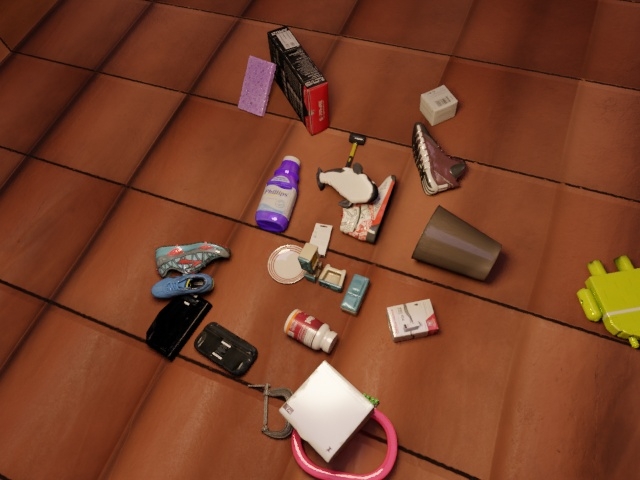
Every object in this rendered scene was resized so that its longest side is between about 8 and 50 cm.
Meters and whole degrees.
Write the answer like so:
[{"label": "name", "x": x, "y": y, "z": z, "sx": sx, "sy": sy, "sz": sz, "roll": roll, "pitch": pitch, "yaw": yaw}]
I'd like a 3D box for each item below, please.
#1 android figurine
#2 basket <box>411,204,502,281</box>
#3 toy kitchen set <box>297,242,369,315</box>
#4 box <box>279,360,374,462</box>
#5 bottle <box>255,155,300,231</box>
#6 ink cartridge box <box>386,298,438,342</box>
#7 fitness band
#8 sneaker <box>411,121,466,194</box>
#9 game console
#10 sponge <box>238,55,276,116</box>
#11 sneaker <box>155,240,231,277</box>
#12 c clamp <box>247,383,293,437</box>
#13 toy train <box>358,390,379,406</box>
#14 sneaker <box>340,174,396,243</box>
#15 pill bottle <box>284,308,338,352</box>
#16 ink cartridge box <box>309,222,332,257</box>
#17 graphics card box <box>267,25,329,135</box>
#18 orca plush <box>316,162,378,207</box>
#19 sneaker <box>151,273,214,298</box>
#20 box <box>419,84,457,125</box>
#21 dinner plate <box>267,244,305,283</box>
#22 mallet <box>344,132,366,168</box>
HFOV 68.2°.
[{"label": "android figurine", "x": 0.897, "y": 0.177, "z": 1.386, "sx": 0.248, "sy": 0.056, "sz": 0.272, "roll": -12, "pitch": 61, "yaw": 1}, {"label": "basket", "x": 0.432, "y": 0.020, "z": 1.479, "sx": 0.227, "sy": 0.154, "sz": 0.204, "roll": 27, "pitch": 67, "yaw": 15}, {"label": "toy kitchen set", "x": 0.034, "y": 0.120, "z": 1.462, "sx": 0.207, "sy": 0.166, "sz": 0.122, "roll": 18, "pitch": 66, "yaw": 16}, {"label": "box", "x": 0.020, "y": 0.453, "z": 1.256, "sx": 0.181, "sy": 0.119, "sz": 0.182, "roll": 39, "pitch": 76, "yaw": 21}, {"label": "bottle", "x": -0.139, "y": -0.170, "z": 1.678, "sx": 0.118, "sy": 0.092, "sz": 0.282, "roll": 10, "pitch": 64, "yaw": 14}, {"label": "ink cartridge box", "x": 0.275, "y": 0.242, "z": 1.430, "sx": 0.135, "sy": 0.056, "sz": 0.099, "roll": -12, "pitch": 62, "yaw": 0}, {"label": "fitness band", "x": 0.065, "y": 0.552, "z": 1.300, "sx": 0.291, "sy": 0.054, "sz": 0.209, "roll": 5, "pitch": 66, "yaw": 11}, {"label": "sneaker", "x": 0.425, "y": -0.297, "z": 1.680, "sx": 0.163, "sy": 0.106, "sz": 0.281, "roll": -8, "pitch": 72, "yaw": -2}, {"label": "game console", "x": -0.370, "y": 0.310, "z": 1.485, "sx": 0.361, "sy": 0.044, "sz": 0.213, "roll": 26, "pitch": 69, "yaw": 21}, {"label": "sponge", "x": -0.254, "y": -0.615, "z": 1.889, "sx": 0.117, "sy": 0.031, "sz": 0.210, "roll": 23, "pitch": 108, "yaw": 19}, {"label": "sneaker", "x": -0.426, "y": 0.076, "z": 1.600, "sx": 0.262, "sy": 0.104, "sz": 0.125, "roll": -6, "pitch": 79, "yaw": 9}, {"label": "c clamp", "x": -0.140, "y": 0.491, "z": 1.372, "sx": 0.137, "sy": 0.022, "sz": 0.160, "roll": -10, "pitch": 59, "yaw": 4}, {"label": "toy train", "x": 0.128, "y": 0.454, "z": 1.361, "sx": 0.083, "sy": 0.017, "sz": 0.023, "roll": 20, "pitch": 76, "yaw": 16}, {"label": "sneaker", "x": 0.159, "y": -0.128, "z": 1.621, "sx": 0.145, "sy": 0.090, "sz": 0.270, "roll": 18, "pitch": 69, "yaw": 13}, {"label": "pill bottle", "x": -0.027, "y": 0.277, "z": 1.434, "sx": 0.152, "sy": 0.086, "sz": 0.086, "roll": 25, "pitch": 68, "yaw": 18}, {"label": "ink cartridge box", "x": 0.000, "y": 0.000, "z": 1.608, "sx": 0.063, "sy": 0.029, "sz": 0.115, "roll": 10, "pitch": 63, "yaw": 13}, {"label": "graphics card box", "x": -0.085, "y": -0.618, "z": 1.828, "sx": 0.094, "sy": 0.232, "sz": 0.371, "roll": -25, "pitch": 62, "yaw": -11}, {"label": "orca plush", "x": 0.105, "y": -0.179, "z": 1.617, "sx": 0.287, "sy": 0.102, "sz": 0.151, "roll": 4, "pitch": 87, "yaw": 48}, {"label": "sneaker", "x": -0.448, "y": 0.141, "z": 1.511, "sx": 0.209, "sy": 0.082, "sz": 0.069, "roll": -8, "pitch": 78, "yaw": 4}, {"label": "box", "x": 0.444, "y": -0.509, "z": 1.786, "sx": 0.101, "sy": 0.087, "sz": 0.102, "roll": -25, "pitch": 61, "yaw": -6}, {"label": "dinner plate", "x": -0.106, "y": 0.080, "z": 1.586, "sx": 0.141, "sy": 0.017, "sz": 0.141, "roll": -3, "pitch": 62, "yaw": 6}, {"label": "mallet", "x": 0.125, "y": -0.316, "z": 1.759, "sx": 0.062, "sy": 0.039, "sz": 0.189, "roll": 8, "pitch": 69, "yaw": 9}]
